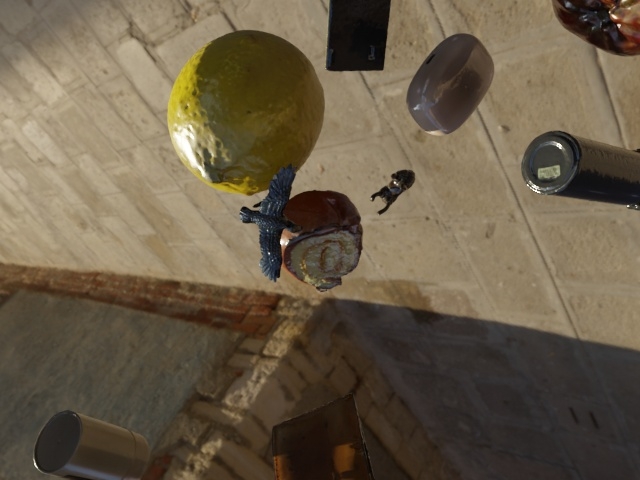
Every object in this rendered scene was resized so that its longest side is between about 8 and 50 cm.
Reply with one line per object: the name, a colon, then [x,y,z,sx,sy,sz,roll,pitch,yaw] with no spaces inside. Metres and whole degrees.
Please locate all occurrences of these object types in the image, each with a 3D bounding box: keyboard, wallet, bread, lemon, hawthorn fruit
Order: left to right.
lemon: [-0.151,-0.261,1.166,0.336,0.336,0.336,25,147,18]
bread: [-0.012,0.003,1.193,0.190,0.123,0.244,-11,143,-4]
wallet: [0.003,0.345,0.871,0.161,0.195,0.042,-26,126,8]
keyboard: [0.061,-0.393,0.777,0.027,0.106,0.316,-122,30,-55]
hawthorn fruit: [0.493,-0.446,0.853,0.254,0.300,0.254,35,177,2]

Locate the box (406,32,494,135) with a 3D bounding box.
box: [0.253,-0.302,1.108,0.146,0.200,0.088,41,174,-32]

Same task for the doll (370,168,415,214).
doll: [0.201,-0.140,1.497,0.057,0.165,0.139,46,131,6]

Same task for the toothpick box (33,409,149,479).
toothpick box: [-0.410,0.385,1.036,0.111,0.111,0.180,12,157,34]

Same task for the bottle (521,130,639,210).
bottle: [0.346,-0.085,0.698,0.245,0.082,0.072,4,-176,-37]

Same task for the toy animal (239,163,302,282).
toy animal: [-0.084,-0.034,0.984,0.108,0.062,0.220,31,120,33]
